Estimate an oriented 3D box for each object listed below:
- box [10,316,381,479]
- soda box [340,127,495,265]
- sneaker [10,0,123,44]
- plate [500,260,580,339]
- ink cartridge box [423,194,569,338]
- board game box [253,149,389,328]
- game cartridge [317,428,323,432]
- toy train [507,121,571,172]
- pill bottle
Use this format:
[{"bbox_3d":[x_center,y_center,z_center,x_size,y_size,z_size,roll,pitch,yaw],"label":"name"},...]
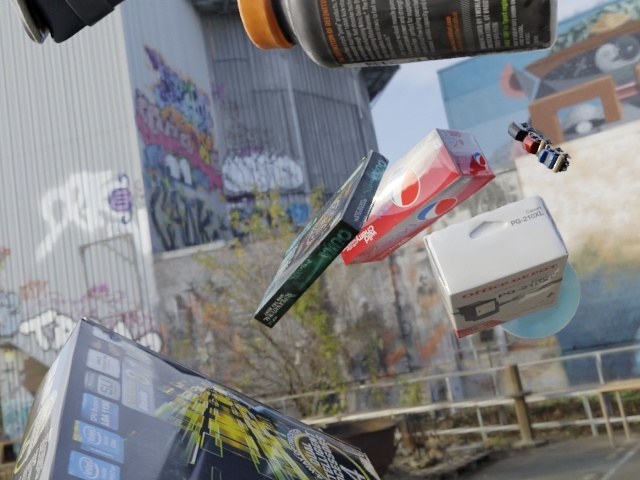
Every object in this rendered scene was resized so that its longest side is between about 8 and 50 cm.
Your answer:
[{"bbox_3d":[-0.053,0.226,0.458,0.318,0.097,0.395,29,7,-20],"label":"box"},{"bbox_3d":[0.129,-0.059,1.030,0.092,0.083,0.263,-5,-26,-43],"label":"soda box"},{"bbox_3d":[-0.143,-0.162,0.262,0.086,0.163,0.226,-25,13,13],"label":"sneaker"},{"bbox_3d":[0.427,0.105,1.366,0.188,0.188,0.024,-10,4,2],"label":"plate"},{"bbox_3d":[0.261,0.048,1.012,0.172,0.100,0.237,-21,-26,6],"label":"ink cartridge box"},{"bbox_3d":[0.000,0.000,0.717,0.026,0.126,0.186,34,-48,-8],"label":"board game box"},{"bbox_3d":[-0.097,0.379,1.069,0.198,0.062,0.297,-37,-14,16],"label":"game cartridge"},{"bbox_3d":[0.297,-0.132,0.932,0.036,0.027,0.158,11,25,-16],"label":"toy train"},{"bbox_3d":[0.060,-0.207,0.542,0.246,0.130,0.130,0,-6,19],"label":"pill bottle"}]
